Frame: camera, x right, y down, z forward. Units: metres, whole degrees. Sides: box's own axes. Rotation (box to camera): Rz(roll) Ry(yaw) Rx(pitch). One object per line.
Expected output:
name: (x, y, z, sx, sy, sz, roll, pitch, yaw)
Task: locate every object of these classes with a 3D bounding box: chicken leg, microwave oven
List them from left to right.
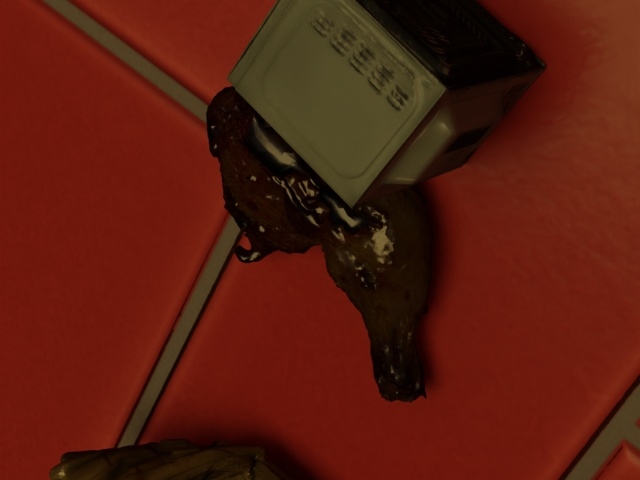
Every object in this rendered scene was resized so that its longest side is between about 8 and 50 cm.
chicken leg: (0.009, -0.006, 0.943, 0.322, 0.083, 0.177, 42, 121, 7)
microwave oven: (0.060, -0.129, 0.809, 0.162, 0.208, 0.122, 45, 120, 13)

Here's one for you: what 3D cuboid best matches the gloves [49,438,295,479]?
gloves: (-0.109, 0.273, 1.056, 0.331, 0.141, 0.154, 24, 140, 12)
